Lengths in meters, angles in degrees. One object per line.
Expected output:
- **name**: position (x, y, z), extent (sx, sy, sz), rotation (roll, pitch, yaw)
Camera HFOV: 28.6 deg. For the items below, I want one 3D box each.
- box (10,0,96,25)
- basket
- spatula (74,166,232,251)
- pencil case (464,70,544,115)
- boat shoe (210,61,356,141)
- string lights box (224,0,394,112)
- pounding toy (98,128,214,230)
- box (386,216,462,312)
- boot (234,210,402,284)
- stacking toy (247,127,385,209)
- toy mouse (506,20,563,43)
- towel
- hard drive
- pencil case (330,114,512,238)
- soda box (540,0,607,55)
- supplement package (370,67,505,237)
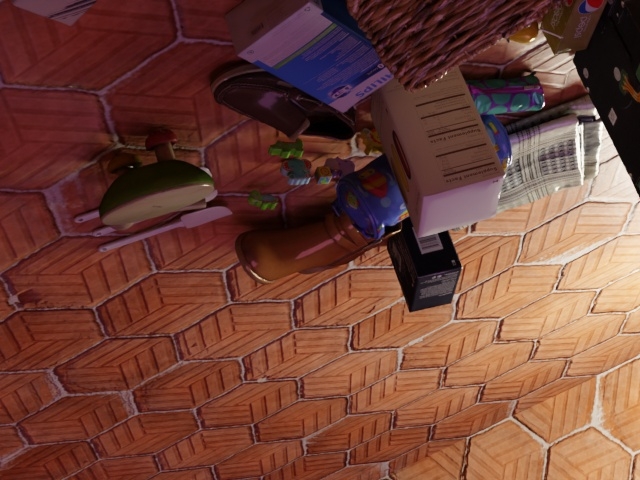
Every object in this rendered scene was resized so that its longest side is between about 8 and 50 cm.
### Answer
- **box**: position (-0.247, -0.375, 1.427), extent (0.275, 0.113, 0.094), rotation (-34, 150, 30)
- **basket**: position (0.180, -0.387, 1.696), extent (0.299, 0.223, 0.213), rotation (-30, 118, 20)
- **spatula**: position (-0.284, -0.049, 2.118), extent (0.242, 0.019, 0.168), rotation (-17, 154, 4)
- **pencil case**: position (0.294, -0.241, 2.070), extent (0.152, 0.064, 0.070), rotation (-8, 167, -22)
- **boat shoe**: position (-0.044, -0.201, 1.893), extent (0.257, 0.095, 0.095), rotation (4, 145, -37)
- **string lights box**: position (0.000, -0.282, 1.792), extent (0.133, 0.076, 0.260), rotation (-32, 150, 25)
- **pounding toy**: position (-0.268, -0.100, 1.958), extent (0.183, 0.110, 0.237), rotation (-17, 174, -10)
- **box**: position (0.198, 0.032, 2.416), extent (0.093, 0.156, 0.158), rotation (-14, 153, -9)
- **boot**: position (0.000, 0.000, 2.253), extent (0.220, 0.109, 0.283), rotation (-24, 160, 31)
- **stacking toy**: position (-0.005, -0.122, 2.125), extent (0.221, 0.052, 0.167), rotation (-4, 148, -23)
- **toy mouse**: position (0.290, -0.350, 1.862), extent (0.161, 0.031, 0.143), rotation (2, 137, 3)
- **towel**: position (0.374, -0.132, 2.336), extent (0.324, 0.056, 0.312), rotation (-21, 153, 3)
- **hard drive**: position (0.505, -0.223, 1.936), extent (0.064, 0.339, 0.237), rotation (-13, 152, -10)
- **pencil case**: position (0.172, -0.108, 2.098), extent (0.306, 0.119, 0.133), rotation (-29, 138, -17)
- **soda box**: position (0.392, -0.363, 1.906), extent (0.058, 0.061, 0.181), rotation (-13, 153, -12)
- **supplement package**: position (0.179, -0.152, 1.965), extent (0.134, 0.244, 0.139), rotation (-15, 152, -7)
